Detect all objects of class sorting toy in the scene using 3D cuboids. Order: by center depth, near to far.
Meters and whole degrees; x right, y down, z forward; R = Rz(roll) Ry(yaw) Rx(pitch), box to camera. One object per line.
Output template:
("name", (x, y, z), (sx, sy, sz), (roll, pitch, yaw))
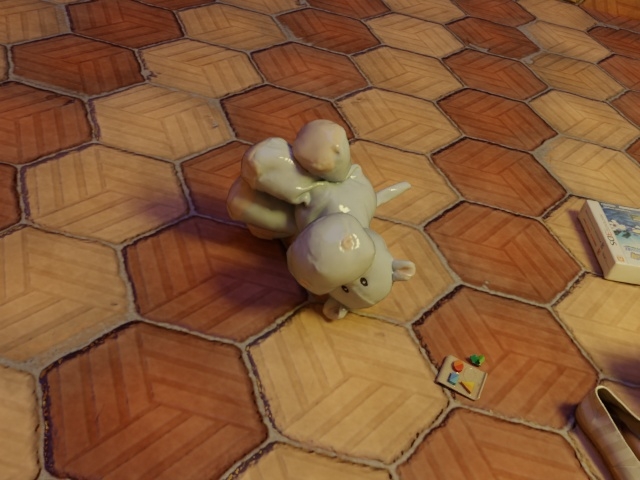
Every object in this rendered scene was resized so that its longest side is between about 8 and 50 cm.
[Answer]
("sorting toy", (0.202, 0.180, 0.990), (0.062, 0.012, 0.083), (24, 40, 12))

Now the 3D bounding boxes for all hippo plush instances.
("hippo plush", (0.000, 0.000, 1.046), (0.294, 0.234, 0.236), (33, 36, -51))

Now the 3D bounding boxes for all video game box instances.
("video game box", (0.594, 0.010, 1.294), (0.205, 0.048, 0.187), (8, 41, -7))

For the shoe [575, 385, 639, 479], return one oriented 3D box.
("shoe", (0.405, 0.278, 0.895), (0.077, 0.058, 0.219), (-8, 43, -26))
